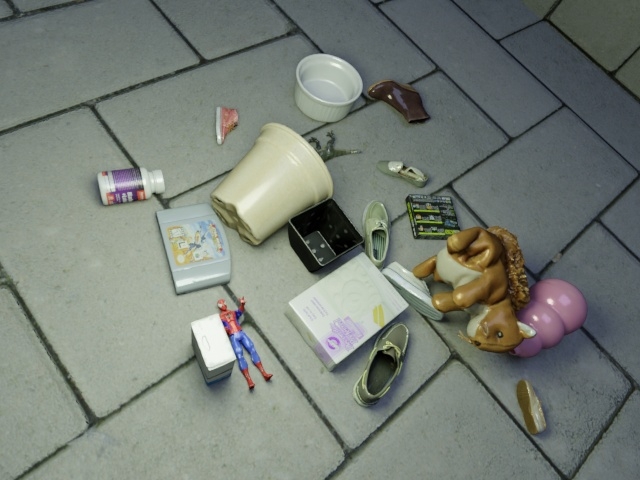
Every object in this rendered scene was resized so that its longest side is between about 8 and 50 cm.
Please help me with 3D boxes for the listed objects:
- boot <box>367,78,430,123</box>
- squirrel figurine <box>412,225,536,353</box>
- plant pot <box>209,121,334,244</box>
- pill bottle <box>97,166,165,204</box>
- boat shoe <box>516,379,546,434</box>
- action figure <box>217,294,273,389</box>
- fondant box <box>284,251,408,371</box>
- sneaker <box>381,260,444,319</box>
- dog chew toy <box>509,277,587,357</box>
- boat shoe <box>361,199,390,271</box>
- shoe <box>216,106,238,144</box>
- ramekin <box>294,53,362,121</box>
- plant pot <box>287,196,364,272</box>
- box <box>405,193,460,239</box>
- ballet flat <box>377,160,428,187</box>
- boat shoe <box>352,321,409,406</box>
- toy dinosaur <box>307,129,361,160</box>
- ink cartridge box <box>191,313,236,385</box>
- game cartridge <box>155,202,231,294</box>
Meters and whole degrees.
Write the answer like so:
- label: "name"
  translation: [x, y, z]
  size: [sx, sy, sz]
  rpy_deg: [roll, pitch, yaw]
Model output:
- label: "boot"
  translation: [0.343, -0.598, 2.076]
  size: [0.249, 0.090, 0.206]
  rpy_deg: [-9, 62, -25]
- label: "squirrel figurine"
  translation: [0.555, 0.158, 1.533]
  size: [0.397, 0.281, 0.370]
  rpy_deg: [-16, 69, -32]
- label: "plant pot"
  translation: [-0.180, -0.161, 1.573]
  size: [0.334, 0.334, 0.305]
  rpy_deg: [41, 70, 9]
- label: "pill bottle"
  translation: [-0.612, -0.181, 1.551]
  size: [0.194, 0.108, 0.108]
  rpy_deg: [-12, 66, -21]
- label: "boat shoe"
  translation: [0.693, 0.541, 1.561]
  size: [0.059, 0.063, 0.170]
  rpy_deg: [0, 71, -19]
- label: "action figure"
  translation: [-0.231, 0.279, 1.394]
  size: [0.092, 0.139, 0.280]
  rpy_deg: [-22, 67, -27]
- label: "fondant box"
  translation: [0.086, 0.221, 1.539]
  size: [0.330, 0.096, 0.238]
  rpy_deg: [-32, 74, -28]
- label: "sneaker"
  translation: [0.330, 0.165, 1.642]
  size: [0.258, 0.094, 0.091]
  rpy_deg: [40, 63, 9]
- label: "dog chew toy"
  translation: [0.763, 0.279, 1.653]
  size: [0.332, 0.206, 0.206]
  rpy_deg: [-36, 76, -21]
- label: "boat shoe"
  translation: [0.210, -0.026, 1.714]
  size: [0.109, 0.094, 0.302]
  rpy_deg: [10, 59, -11]
- label: "shoe"
  translation: [-0.350, -0.433, 1.795]
  size: [0.081, 0.063, 0.177]
  rpy_deg: [0, 57, -11]
- label: "ramekin"
  translation: [0.023, -0.620, 1.969]
  size: [0.277, 0.135, 0.277]
  rpy_deg: [7, 60, -12]
- label: "plant pot"
  translation: [0.000, 0.000, 1.592]
  size: [0.188, 0.167, 0.187]
  rpy_deg: [-30, 77, -27]
- label: "box"
  translation: [0.436, -0.090, 1.847]
  size: [0.191, 0.045, 0.184]
  rpy_deg: [1, 64, -17]
- label: "ballet flat"
  translation: [0.332, -0.282, 1.909]
  size: [0.213, 0.068, 0.072]
  rpy_deg: [24, 58, -2]
- label: "boat shoe"
  translation: [0.206, 0.375, 1.489]
  size: [0.109, 0.091, 0.305]
  rpy_deg: [35, 58, 3]
- label: "toy dinosaur"
  translation: [0.023, -0.364, 1.873]
  size: [0.268, 0.064, 0.118]
  rpy_deg: [-17, 74, -26]
- label: "ink cartridge box"
  translation: [-0.300, 0.305, 1.322]
  size: [0.082, 0.190, 0.139]
  rpy_deg: [-17, 68, -24]
- label: "game cartridge"
  translation: [-0.400, 0.015, 1.538]
  size: [0.198, 0.062, 0.297]
  rpy_deg: [-15, 67, -19]
